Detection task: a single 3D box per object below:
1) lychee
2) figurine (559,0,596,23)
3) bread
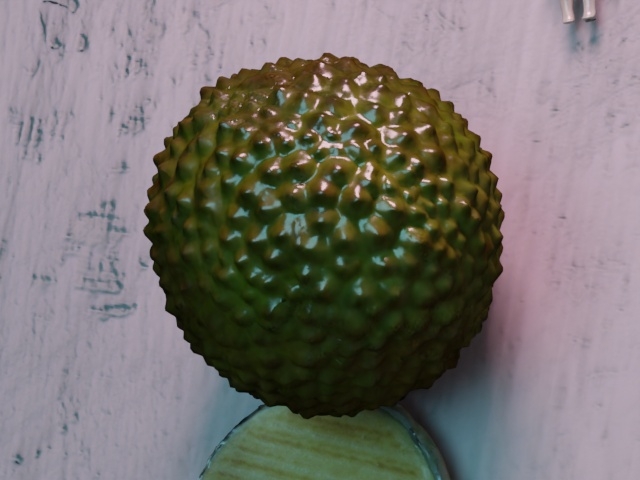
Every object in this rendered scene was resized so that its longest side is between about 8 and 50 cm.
[{"bbox_3d":[0.003,-0.002,1.262,0.270,0.320,0.270,0,84,4],"label":"lychee"},{"bbox_3d":[0.192,-0.217,1.320,0.064,0.047,0.109,-7,82,27],"label":"figurine"},{"bbox_3d":[-0.001,0.242,1.333,0.267,0.040,0.267,-11,71,33],"label":"bread"}]
